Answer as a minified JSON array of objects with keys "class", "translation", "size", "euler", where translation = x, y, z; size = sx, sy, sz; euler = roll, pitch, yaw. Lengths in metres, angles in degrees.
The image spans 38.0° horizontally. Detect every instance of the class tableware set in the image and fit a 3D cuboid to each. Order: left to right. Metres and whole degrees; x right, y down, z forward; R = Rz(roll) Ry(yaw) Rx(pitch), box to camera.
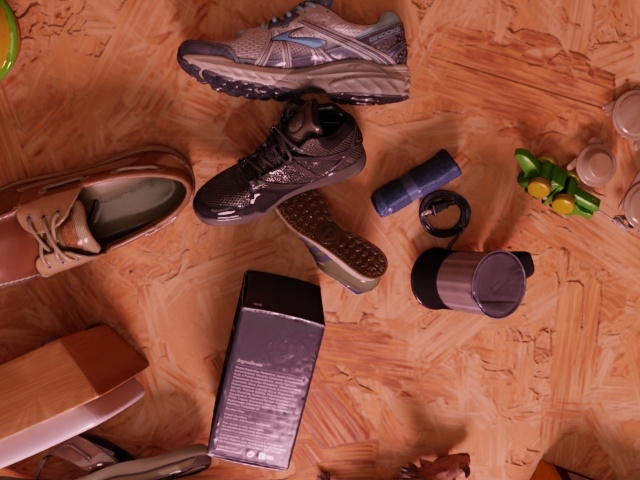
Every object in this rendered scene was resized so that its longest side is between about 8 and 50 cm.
[{"class":"tableware set","translation":[0.408,-0.102,1.192],"size":[0.168,0.020,0.141],"euler":[42,85,-9]}]

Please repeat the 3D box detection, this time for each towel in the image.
[{"class":"towel","translation":[0.120,-0.073,1.180],"size":[0.119,0.067,0.029],"euler":[-29,107,7]}]

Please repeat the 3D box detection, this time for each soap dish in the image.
[{"class":"soap dish","translation":[-0.382,0.208,1.174],"size":[0.290,0.229,0.118],"euler":[-24,89,5]}]

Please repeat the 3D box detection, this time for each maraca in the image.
[{"class":"maraca","translation":[-0.434,-0.243,1.102],"size":[0.185,0.099,0.127],"euler":[6,99,23]}]

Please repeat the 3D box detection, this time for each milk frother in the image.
[{"class":"milk frother","translation":[0.184,0.015,1.172],"size":[0.129,0.134,0.143],"euler":[-41,109,-22]}]

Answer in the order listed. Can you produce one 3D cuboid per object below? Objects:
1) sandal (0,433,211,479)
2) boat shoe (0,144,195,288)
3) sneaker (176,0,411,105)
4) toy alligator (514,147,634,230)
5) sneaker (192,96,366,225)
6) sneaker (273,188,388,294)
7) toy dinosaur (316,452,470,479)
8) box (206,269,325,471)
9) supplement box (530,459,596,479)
[{"class":"sandal","translation":[-0.299,0.302,1.268],"size":[0.302,0.120,0.086],"euler":[-11,79,0]},{"class":"boat shoe","translation":[-0.302,-0.026,1.118],"size":[0.324,0.120,0.123],"euler":[-26,110,-10]},{"class":"sneaker","translation":[-0.030,-0.233,1.126],"size":[0.282,0.110,0.122],"euler":[3,88,-5]},{"class":"toy alligator","translation":[0.317,-0.055,1.203],"size":[0.189,0.056,0.051],"euler":[32,145,-12]},{"class":"sneaker","translation":[-0.057,-0.102,1.120],"size":[0.227,0.087,0.130],"euler":[-21,146,-5]},{"class":"sneaker","translation":[0.000,0.000,1.197],"size":[0.192,0.086,0.064],"euler":[41,64,13]},{"class":"toy dinosaur","translation":[0.093,0.412,1.244],"size":[0.200,0.296,0.127],"euler":[-17,141,42]},{"class":"box","translation":[-0.070,0.163,1.199],"size":[0.108,0.153,0.207],"euler":[13,106,-6]},{"class":"supplement box","translation":[0.371,0.450,1.308],"size":[0.194,0.129,0.191],"euler":[21,104,-7]}]
